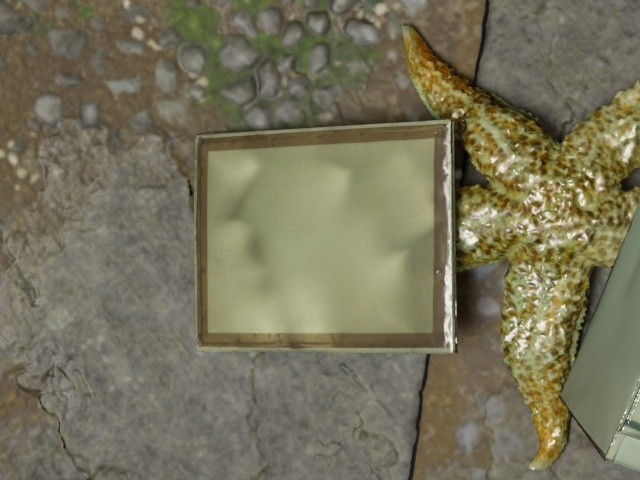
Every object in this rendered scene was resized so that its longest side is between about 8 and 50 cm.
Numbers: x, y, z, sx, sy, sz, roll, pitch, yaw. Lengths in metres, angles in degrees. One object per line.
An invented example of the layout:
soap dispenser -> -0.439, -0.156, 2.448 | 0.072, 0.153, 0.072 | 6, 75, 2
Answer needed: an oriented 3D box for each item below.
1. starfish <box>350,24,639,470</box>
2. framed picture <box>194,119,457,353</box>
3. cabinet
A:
starfish -> 0.176, -0.041, 1.361 | 0.347, 0.078, 0.358 | 39, 96, 12
framed picture -> 0.000, 0.000, 1.379 | 0.231, 0.010, 0.173 | 0, 89, 32
cabinet -> 0.281, 0.060, 1.265 | 0.145, 0.150, 0.206 | 19, 100, -11
